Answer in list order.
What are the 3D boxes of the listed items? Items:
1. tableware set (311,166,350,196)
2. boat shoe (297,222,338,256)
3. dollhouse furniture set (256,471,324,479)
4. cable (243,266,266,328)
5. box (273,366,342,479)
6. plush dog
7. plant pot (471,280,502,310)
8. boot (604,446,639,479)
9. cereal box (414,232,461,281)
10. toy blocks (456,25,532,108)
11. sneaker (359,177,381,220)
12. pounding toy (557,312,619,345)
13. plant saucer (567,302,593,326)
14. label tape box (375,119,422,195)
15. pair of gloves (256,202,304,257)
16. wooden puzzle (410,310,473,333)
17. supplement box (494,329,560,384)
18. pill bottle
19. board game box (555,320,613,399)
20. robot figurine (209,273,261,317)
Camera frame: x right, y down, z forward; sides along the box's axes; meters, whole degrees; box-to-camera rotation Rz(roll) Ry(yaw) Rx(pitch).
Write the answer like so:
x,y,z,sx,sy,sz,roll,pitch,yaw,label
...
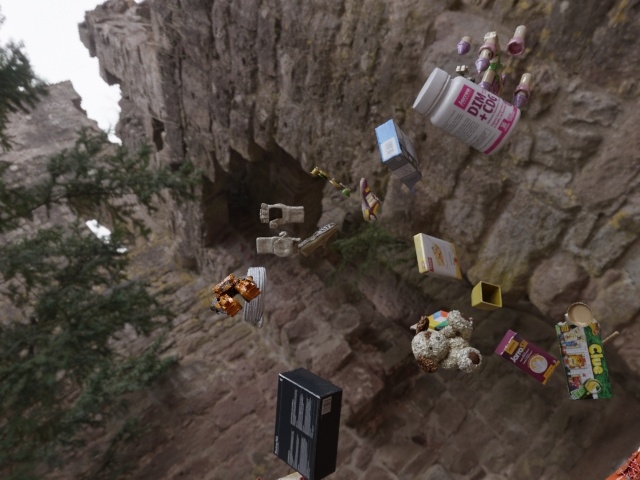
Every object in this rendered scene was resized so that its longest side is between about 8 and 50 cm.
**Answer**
x,y,z,sx,sy,sz,roll,pitch,yaw,label
0.038,-0.198,1.622,0.024,0.154,0.104,-55,6,15,tableware set
0.000,0.000,1.987,0.190,0.072,0.068,-33,16,6,boat shoe
-0.084,0.808,1.620,0.202,0.152,0.374,-23,3,11,dollhouse furniture set
-0.299,0.248,2.156,0.257,0.089,0.256,-120,35,-75,cable
-0.040,0.535,1.389,0.103,0.184,0.261,-4,-78,-46,box
0.459,0.412,1.806,0.262,0.226,0.210,-87,9,-46,plush dog
0.575,0.204,1.660,0.083,0.081,0.081,123,159,-55,plant pot
0.521,0.389,0.785,0.158,0.059,0.084,-32,-61,-2,boot
0.508,0.076,2.039,0.240,0.172,0.047,15,-30,-38,cereal box
0.667,-0.650,1.902,0.288,0.309,0.260,55,-128,-44,toy blocks
0.216,-0.178,2.019,0.069,0.084,0.185,-52,-46,-78,sneaker
1.028,0.330,1.821,0.155,0.154,0.269,-29,-46,5,pounding toy
0.892,0.253,1.616,0.015,0.083,0.083,-7,-48,-40,plant saucer
0.420,-0.412,2.371,0.106,0.240,0.334,-27,-39,27,label tape box
-0.180,-0.044,2.121,0.042,0.204,0.239,-110,27,-84,pair of gloves
0.599,0.408,2.352,0.221,0.239,0.044,-20,-80,-29,wooden puzzle
0.759,0.428,1.740,0.104,0.188,0.081,-57,-4,1,supplement box
0.436,-0.391,1.426,0.160,0.283,0.160,-62,3,6,pill bottle
0.922,0.421,1.655,0.136,0.259,0.030,-10,-8,14,board game box
-0.340,0.204,1.847,0.211,0.291,0.085,-40,-70,-17,robot figurine
